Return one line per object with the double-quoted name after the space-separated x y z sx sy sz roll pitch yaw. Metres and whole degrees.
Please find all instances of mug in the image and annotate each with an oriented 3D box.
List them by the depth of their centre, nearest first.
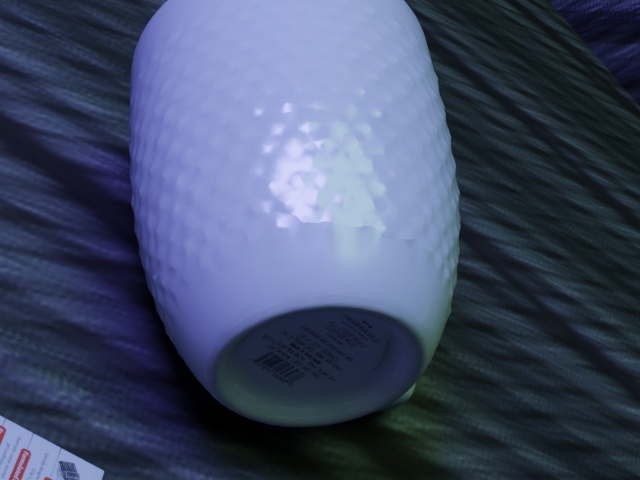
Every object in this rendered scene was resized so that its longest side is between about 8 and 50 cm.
0.000 0.000 1.018 0.374 0.276 0.328 55 20 -47 "mug"

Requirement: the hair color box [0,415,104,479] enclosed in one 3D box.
-0.228 0.151 0.738 0.167 0.053 0.093 31 31 -15 "hair color box"
